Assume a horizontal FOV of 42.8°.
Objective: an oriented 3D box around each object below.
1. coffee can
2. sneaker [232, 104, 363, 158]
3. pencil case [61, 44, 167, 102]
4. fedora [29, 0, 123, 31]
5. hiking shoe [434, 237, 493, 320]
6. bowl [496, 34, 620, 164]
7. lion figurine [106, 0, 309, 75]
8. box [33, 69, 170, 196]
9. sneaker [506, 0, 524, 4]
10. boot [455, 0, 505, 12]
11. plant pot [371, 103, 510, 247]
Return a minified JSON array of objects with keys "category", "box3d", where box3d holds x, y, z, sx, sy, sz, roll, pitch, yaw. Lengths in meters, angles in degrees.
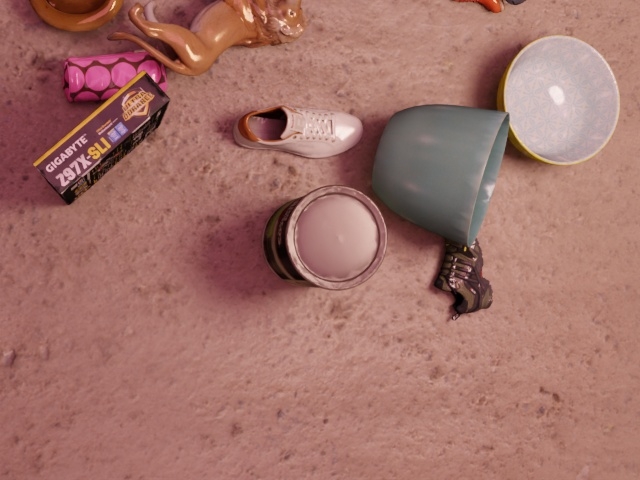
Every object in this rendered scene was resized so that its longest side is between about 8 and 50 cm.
[{"category":"coffee can","box3d":[0.000,0.000,1.678,0.201,0.275,0.202,1,87,-14]},{"category":"sneaker","box3d":[-0.037,-0.235,1.758,0.290,0.123,0.106,-4,87,-15]},{"category":"pencil case","box3d":[-0.425,-0.342,1.682,0.209,0.095,0.098,-11,126,-16]},{"category":"fedora","box3d":[-0.496,-0.509,1.675,0.194,0.079,0.194,0,88,-6]},{"category":"hiking shoe","box3d":[0.308,0.064,1.849,0.114,0.086,0.227,-22,94,-17]},{"category":"bowl","box3d":[0.516,-0.308,1.876,0.289,0.156,0.290,1,88,-14]},{"category":"lion figurine","box3d":[-0.221,-0.440,1.694,0.392,0.142,0.240,-42,103,-18]},{"category":"box","box3d":[-0.414,-0.186,1.560,0.257,0.322,0.079,-42,99,-11]},{"category":"sneaker","box3d":[0.410,-0.668,1.881,0.110,0.122,0.283,-13,85,-22]},{"category":"boot","box3d":[0.354,-0.571,1.901,0.158,0.059,0.085,41,86,-4]},{"category":"plant pot","box3d":[0.247,-0.157,1.745,0.235,0.293,0.293,17,83,16]}]
